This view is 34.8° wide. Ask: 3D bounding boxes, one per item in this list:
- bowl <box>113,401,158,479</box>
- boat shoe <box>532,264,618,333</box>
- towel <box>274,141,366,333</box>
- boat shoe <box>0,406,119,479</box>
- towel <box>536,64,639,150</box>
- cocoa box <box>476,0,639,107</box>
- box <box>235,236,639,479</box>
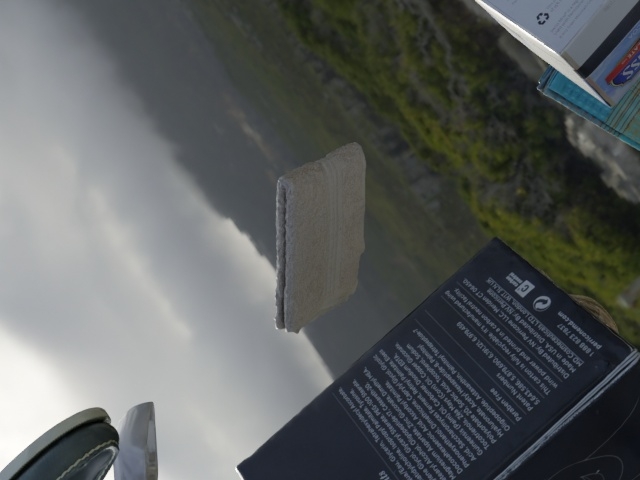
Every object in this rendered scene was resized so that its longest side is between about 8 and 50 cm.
[{"bbox_3d":[-0.268,0.318,1.478,0.142,0.053,0.142,-97,7,-68],"label":"bowl"},{"bbox_3d":[0.459,0.162,1.892,0.341,0.121,0.110,28,-160,-38],"label":"boat shoe"},{"bbox_3d":[0.000,0.000,1.625,0.049,0.187,0.282,21,124,33],"label":"towel"},{"bbox_3d":[-0.249,0.281,0.812,0.099,0.319,0.116,36,175,20],"label":"boat shoe"},{"bbox_3d":[0.583,-0.269,1.672,0.370,0.271,0.040,29,-159,-10],"label":"towel"},{"bbox_3d":[0.421,-0.414,1.472,0.231,0.347,0.228,47,-165,34],"label":"cocoa box"},{"bbox_3d":[0.235,0.342,1.395,0.480,0.472,0.297,50,177,-42],"label":"box"}]
